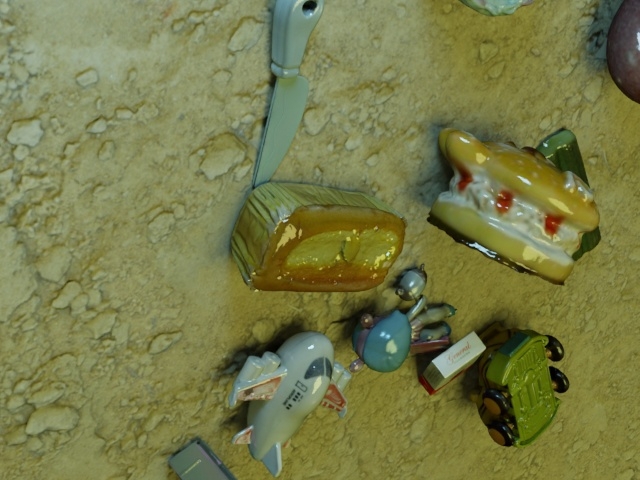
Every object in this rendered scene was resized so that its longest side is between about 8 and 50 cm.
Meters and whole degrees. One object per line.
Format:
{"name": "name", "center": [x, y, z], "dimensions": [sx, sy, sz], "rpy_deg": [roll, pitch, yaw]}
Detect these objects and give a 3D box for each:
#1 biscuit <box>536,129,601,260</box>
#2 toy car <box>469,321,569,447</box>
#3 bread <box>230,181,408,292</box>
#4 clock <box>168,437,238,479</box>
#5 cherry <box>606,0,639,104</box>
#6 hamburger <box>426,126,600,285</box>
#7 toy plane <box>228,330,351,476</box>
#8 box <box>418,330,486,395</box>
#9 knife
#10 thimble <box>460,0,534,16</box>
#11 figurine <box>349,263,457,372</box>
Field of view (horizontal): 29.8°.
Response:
{"name": "biscuit", "center": [0.467, -0.079, 2.248], "dimensions": [0.099, 0.038, 0.322], "rpy_deg": [-36, 136, -10]}
{"name": "toy car", "center": [0.369, 0.276, 2.340], "dimensions": [0.200, 0.142, 0.248], "rpy_deg": [-35, 129, -29]}
{"name": "bread", "center": [0.000, 0.000, 1.855], "dimensions": [0.288, 0.119, 0.153], "rpy_deg": [3, 121, -42]}
{"name": "clock", "center": [-0.157, 0.433, 1.976], "dimensions": [0.071, 0.192, 0.147], "rpy_deg": [-37, 136, -14]}
{"name": "cherry", "center": [0.597, -0.343, 2.040], "dimensions": [0.236, 0.213, 0.285], "rpy_deg": [-43, 169, 29]}
{"name": "hamburger", "center": [0.311, -0.069, 1.988], "dimensions": [0.302, 0.261, 0.186], "rpy_deg": [23, 100, -4]}
{"name": "toy plane", "center": [-0.053, 0.262, 1.995], "dimensions": [0.252, 0.118, 0.252], "rpy_deg": [-19, 129, -25]}
{"name": "box", "center": [0.243, 0.229, 2.224], "dimensions": [0.100, 0.048, 0.152], "rpy_deg": [-32, 168, -15]}
{"name": "knife", "center": [-0.046, -0.218, 1.724], "dimensions": [0.080, 0.044, 0.331], "rpy_deg": [-21, 137, -37]}
{"name": "thimble", "center": [0.234, -0.430, 1.720], "dimensions": [0.211, 0.149, 0.185], "rpy_deg": [2, 120, -40]}
{"name": "figurine", "center": [0.162, 0.146, 2.106], "dimensions": [0.260, 0.103, 0.205], "rpy_deg": [-9, 127, -47]}
